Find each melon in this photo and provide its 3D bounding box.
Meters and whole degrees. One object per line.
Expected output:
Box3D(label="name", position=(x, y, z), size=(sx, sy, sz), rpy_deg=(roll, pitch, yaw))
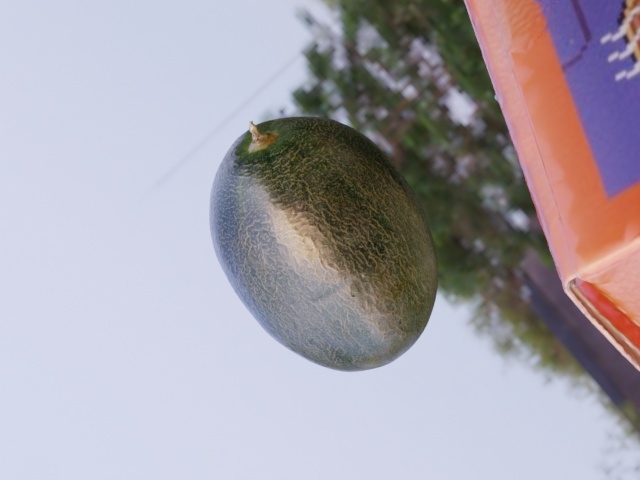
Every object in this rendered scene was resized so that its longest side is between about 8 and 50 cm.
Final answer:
Box3D(label="melon", position=(0.000, 0.000, 0.896), size=(0.167, 0.114, 0.114), rpy_deg=(58, -176, -32))

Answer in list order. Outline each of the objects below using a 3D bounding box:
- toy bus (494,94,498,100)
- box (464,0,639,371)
Box3D(label="toy bus", position=(0.150, -0.079, 0.987), size=(0.083, 0.046, 0.038), rpy_deg=(37, 151, -15))
Box3D(label="box", position=(0.230, -0.098, 0.657), size=(0.318, 0.257, 0.349), rpy_deg=(34, -147, -42))
